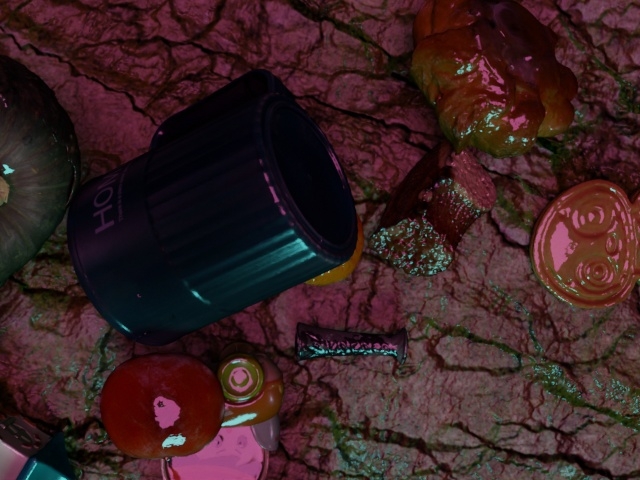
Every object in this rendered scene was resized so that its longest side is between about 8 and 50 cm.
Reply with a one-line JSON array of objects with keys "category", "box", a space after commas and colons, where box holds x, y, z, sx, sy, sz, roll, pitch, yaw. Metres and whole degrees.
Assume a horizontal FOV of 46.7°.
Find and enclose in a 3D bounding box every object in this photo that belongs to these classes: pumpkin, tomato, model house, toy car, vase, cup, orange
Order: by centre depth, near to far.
[{"category": "pumpkin", "box": [-0.444, -0.076, 0.854, 0.257, 0.291, 0.328, 20, 79, 37]}, {"category": "tomato", "box": [-0.200, 0.211, 0.925, 0.159, 0.091, 0.139, 1, 87, -4]}, {"category": "cup", "box": [-0.121, -0.042, 0.962, 0.292, 0.308, 0.242, -23, 113, 25]}, {"category": "model house", "box": [-0.420, 0.320, 1.039, 0.148, 0.127, 0.101, 33, 90, -4]}, {"category": "toy car", "box": [-0.146, 0.271, 1.051, 0.234, 0.145, 0.235, 0, 90, -6]}, {"category": "orange", "box": [0.000, -0.002, 1.067, 0.135, 0.117, 0.136, 5, 78, -22]}, {"category": "vase", "box": [0.046, 0.155, 1.112, 0.166, 0.059, 0.059, 3, 93, -6]}]

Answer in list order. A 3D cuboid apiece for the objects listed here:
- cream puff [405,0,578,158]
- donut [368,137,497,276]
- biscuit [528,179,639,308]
[{"category": "cream puff", "box": [0.238, -0.237, 1.040, 0.269, 0.155, 0.241, 47, 52, 2]}, {"category": "donut", "box": [0.170, -0.052, 1.091, 0.126, 0.144, 0.187, 42, 48, -13]}, {"category": "biscuit", "box": [0.469, 0.005, 1.157, 0.288, 0.044, 0.202, -2, 94, -4]}]
